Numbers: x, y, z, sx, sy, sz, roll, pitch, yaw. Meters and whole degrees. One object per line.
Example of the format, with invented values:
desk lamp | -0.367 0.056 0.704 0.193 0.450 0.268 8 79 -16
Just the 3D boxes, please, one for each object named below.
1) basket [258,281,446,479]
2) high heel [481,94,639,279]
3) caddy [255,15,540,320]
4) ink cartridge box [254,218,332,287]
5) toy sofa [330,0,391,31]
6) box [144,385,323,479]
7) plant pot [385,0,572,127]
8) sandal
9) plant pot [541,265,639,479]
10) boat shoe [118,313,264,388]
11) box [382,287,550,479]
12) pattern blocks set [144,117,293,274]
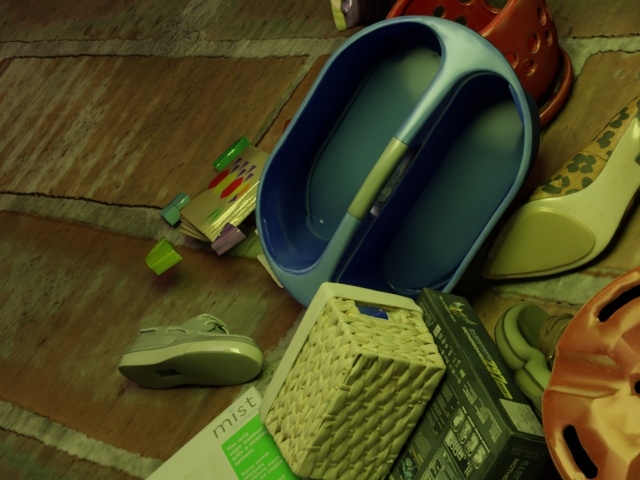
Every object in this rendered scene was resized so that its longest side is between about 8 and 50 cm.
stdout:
basket | 0.030 0.141 1.355 0.167 0.113 0.103 -64 30 24
high heel | 0.285 -0.058 1.531 0.261 0.093 0.186 -38 10 28
caddy | 0.082 -0.071 1.501 0.241 0.179 0.341 35 107 12
ink cartridge box | 0.000 0.000 1.695 0.143 0.090 0.092 -41 35 2
toy sofa | 0.097 -0.365 1.814 0.150 0.177 0.362 -14 3 12
box | -0.091 0.320 1.420 0.262 0.127 0.231 -41 38 3
plant pot | 0.193 -0.219 1.672 0.191 0.174 0.191 -25 39 23
sandal | 0.227 0.121 1.273 0.086 0.120 0.303 -38 8 8
plant pot | 0.310 0.152 1.052 0.272 0.265 0.272 -18 57 30
boat shoe | -0.153 0.125 1.715 0.227 0.079 0.081 -9 51 41
box | 0.117 0.184 1.356 0.183 0.059 0.233 -62 29 22
pattern blocks set | -0.114 -0.059 1.852 0.285 0.026 0.325 -41 19 3
